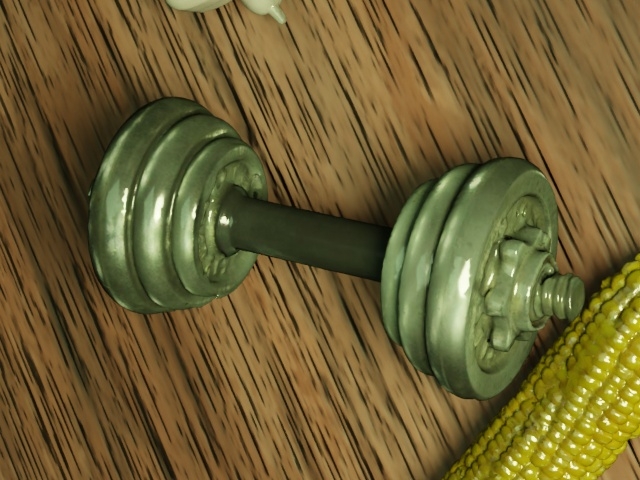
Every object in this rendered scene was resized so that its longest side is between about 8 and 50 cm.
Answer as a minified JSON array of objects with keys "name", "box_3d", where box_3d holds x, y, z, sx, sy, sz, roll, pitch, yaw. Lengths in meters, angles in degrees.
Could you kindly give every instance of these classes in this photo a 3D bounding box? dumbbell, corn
[{"name":"dumbbell","box_3d":[0.000,0.000,1.069,0.406,0.179,0.179,13,100,26]},{"name":"corn","box_3d":[0.175,0.135,1.040,0.097,0.097,0.320,45,113,17]}]

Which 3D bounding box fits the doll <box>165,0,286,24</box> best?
[{"name":"doll","box_3d":[-0.048,-0.255,1.141,0.160,0.059,0.161,9,97,26]}]
